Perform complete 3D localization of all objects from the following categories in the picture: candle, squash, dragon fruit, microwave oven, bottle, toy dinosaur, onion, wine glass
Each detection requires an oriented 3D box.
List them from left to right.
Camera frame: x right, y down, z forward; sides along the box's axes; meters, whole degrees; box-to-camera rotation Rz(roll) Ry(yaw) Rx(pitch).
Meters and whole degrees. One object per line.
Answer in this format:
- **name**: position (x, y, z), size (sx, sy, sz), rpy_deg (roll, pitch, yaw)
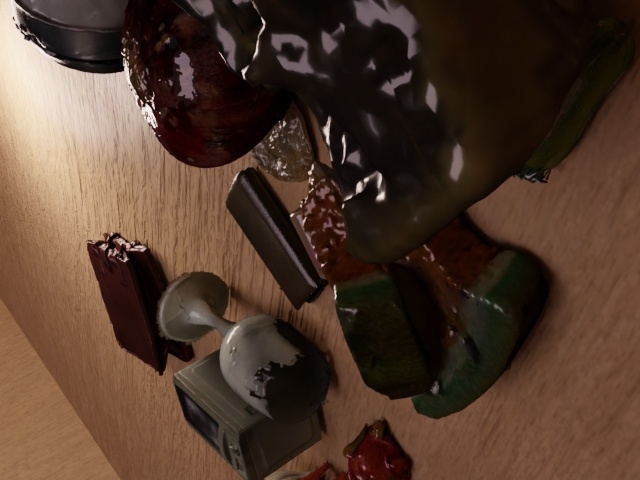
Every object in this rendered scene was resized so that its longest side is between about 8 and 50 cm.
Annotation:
- **candle**: position (-0.273, -0.386, 1.115), size (0.221, 0.221, 0.342), rpy_deg (49, 148, 23)
- **onion**: position (-0.128, -0.209, 1.047), size (0.246, 0.190, 0.246), rpy_deg (43, 145, 41)
- **wine glass**: position (-0.120, 0.162, 1.422), size (0.321, 0.143, 0.143), rpy_deg (29, 138, 43)
- **microwave oven**: position (-0.118, 0.274, 1.488), size (0.205, 0.163, 0.129), rpy_deg (30, 138, 47)
- **toy dinosaur**: position (-0.013, 0.402, 1.494), size (0.279, 0.101, 0.055), rpy_deg (19, 120, 38)
- **bottle**: position (0.000, 0.000, 1.176), size (0.045, 0.045, 0.096), rpy_deg (-10, 108, 61)
- **dragon fruit**: position (0.075, 0.326, 1.313), size (0.112, 0.068, 0.126), rpy_deg (53, 152, 17)
- **squash**: position (0.199, -0.109, 0.736), size (0.052, 0.052, 0.183), rpy_deg (51, 152, 21)

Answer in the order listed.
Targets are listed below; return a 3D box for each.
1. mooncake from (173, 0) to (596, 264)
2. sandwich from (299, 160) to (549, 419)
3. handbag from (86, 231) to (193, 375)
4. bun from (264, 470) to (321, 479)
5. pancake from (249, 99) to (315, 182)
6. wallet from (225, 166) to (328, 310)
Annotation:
- **mooncake**: position (-0.014, -0.190, 0.653), size (0.246, 0.394, 0.393), rpy_deg (144, 123, -59)
- **sandwich**: position (0.075, 0.040, 0.960), size (0.301, 0.162, 0.250), rpy_deg (53, 147, 12)
- **handbag**: position (-0.381, 0.124, 1.899), size (0.260, 0.084, 0.275), rpy_deg (18, 129, 56)
- **bun**: position (-0.034, 0.437, 1.573), size (0.138, 0.094, 0.138), rpy_deg (33, 174, 4)
- **pancake**: position (-0.056, -0.136, 1.170), size (0.151, 0.025, 0.151), rpy_deg (39, 143, 37)
- **wallet**: position (-0.064, 0.000, 1.297), size (0.198, 0.031, 0.110), rpy_deg (56, 152, 12)
